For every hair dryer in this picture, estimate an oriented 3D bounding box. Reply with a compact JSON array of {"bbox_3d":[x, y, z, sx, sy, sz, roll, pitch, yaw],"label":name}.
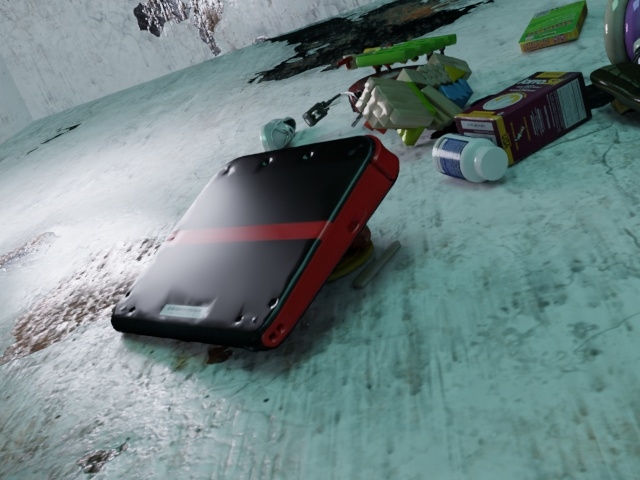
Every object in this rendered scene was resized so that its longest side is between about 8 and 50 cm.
[{"bbox_3d":[0.128,-0.295,1.706,0.293,0.080,0.223,-36,30,-29],"label":"hair dryer"}]

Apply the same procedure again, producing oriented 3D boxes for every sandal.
[{"bbox_3d":[0.482,-0.213,1.224,0.089,0.060,0.219,-16,36,-14],"label":"sandal"}]

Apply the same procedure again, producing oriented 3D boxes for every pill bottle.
[{"bbox_3d":[0.226,-0.123,1.222,0.067,0.067,0.120,-28,23,-17],"label":"pill bottle"}]

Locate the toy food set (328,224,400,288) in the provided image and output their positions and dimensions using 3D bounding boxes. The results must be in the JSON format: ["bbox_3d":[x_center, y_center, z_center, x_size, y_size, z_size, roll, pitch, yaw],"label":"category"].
[{"bbox_3d":[0.000,0.000,1.131,0.217,0.071,0.128,2,31,44],"label":"toy food set"}]

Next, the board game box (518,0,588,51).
[{"bbox_3d":[0.530,-0.486,1.843,0.124,0.039,0.259,-9,22,28],"label":"board game box"}]

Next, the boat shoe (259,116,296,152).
[{"bbox_3d":[-0.088,-0.232,1.778,0.063,0.066,0.184,-17,12,13],"label":"boat shoe"}]

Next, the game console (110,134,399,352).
[{"bbox_3d":[-0.095,0.002,1.112,0.386,0.060,0.342,-3,48,49],"label":"game console"}]

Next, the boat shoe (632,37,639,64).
[{"bbox_3d":[0.606,-0.302,1.254,0.254,0.095,0.079,-9,67,41],"label":"boat shoe"}]

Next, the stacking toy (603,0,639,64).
[{"bbox_3d":[0.652,-0.361,1.345,0.330,0.141,0.141,6,34,36],"label":"stacking toy"}]

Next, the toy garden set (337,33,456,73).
[{"bbox_3d":[0.142,-0.371,1.670,0.203,0.049,0.244,0,19,34],"label":"toy garden set"}]

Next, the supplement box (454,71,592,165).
[{"bbox_3d":[0.323,-0.197,1.289,0.188,0.081,0.104,-30,23,-22],"label":"supplement box"}]

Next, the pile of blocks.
[{"bbox_3d":[0.192,-0.249,1.536,0.362,0.149,0.113,-33,-20,-50],"label":"pile of blocks"}]
